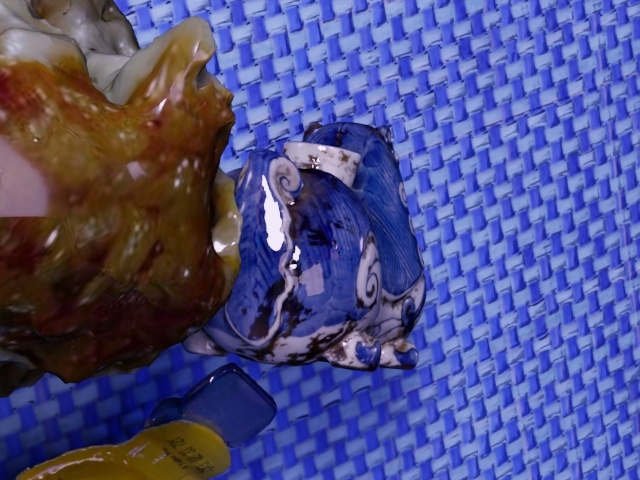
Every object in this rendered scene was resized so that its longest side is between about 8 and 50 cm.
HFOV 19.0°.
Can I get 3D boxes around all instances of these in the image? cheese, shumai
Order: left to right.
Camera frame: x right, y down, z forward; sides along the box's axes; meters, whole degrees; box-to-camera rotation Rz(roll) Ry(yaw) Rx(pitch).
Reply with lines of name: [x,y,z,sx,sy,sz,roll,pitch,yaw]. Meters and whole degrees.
shumai: [-0.199,-0.064,1.128,0.324,0.323,0.397,-41,119,-21]
cheese: [-0.139,0.178,1.330,0.250,0.064,0.156,-37,135,3]

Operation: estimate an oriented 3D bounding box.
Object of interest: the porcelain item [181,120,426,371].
porcelain item: [0.000,0.000,1.341,0.288,0.138,0.186,12,83,-71]
